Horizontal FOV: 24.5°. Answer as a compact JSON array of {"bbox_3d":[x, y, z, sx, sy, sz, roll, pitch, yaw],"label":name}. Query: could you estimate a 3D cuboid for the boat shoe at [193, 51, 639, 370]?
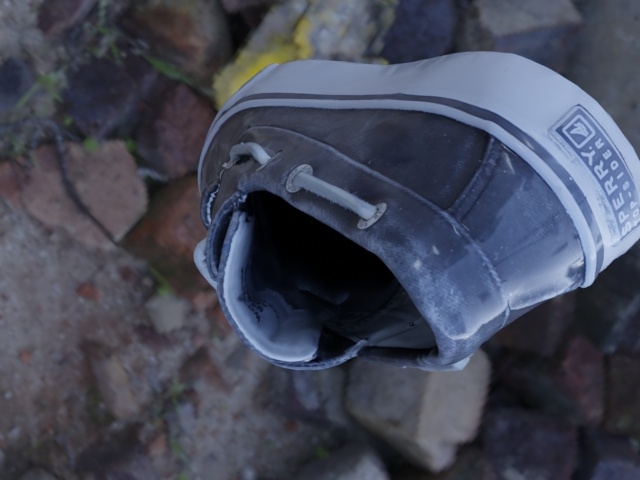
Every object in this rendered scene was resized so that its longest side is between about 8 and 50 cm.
[{"bbox_3d":[0.000,0.000,0.564,0.102,0.301,0.108,-40,108,-18],"label":"boat shoe"}]
